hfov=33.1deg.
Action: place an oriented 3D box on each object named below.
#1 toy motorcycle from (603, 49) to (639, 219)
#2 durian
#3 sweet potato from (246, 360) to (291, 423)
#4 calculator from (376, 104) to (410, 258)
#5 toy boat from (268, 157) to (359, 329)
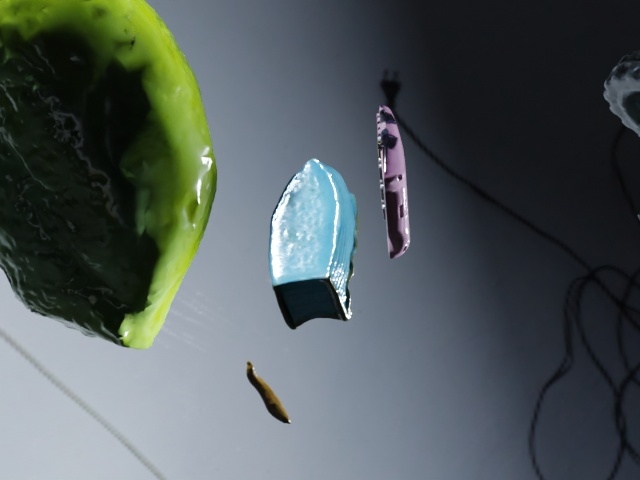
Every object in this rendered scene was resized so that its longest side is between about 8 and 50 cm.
[{"bbox_3d":[0.351,-0.030,0.837,0.143,0.188,0.327,-55,129,-12],"label":"toy motorcycle"},{"bbox_3d":[-0.131,-0.061,0.583,0.139,0.101,0.250,-15,105,-19],"label":"durian"},{"bbox_3d":[-0.081,0.228,1.595,0.026,0.026,0.115,-40,98,-29],"label":"sweet potato"},{"bbox_3d":[0.118,-0.106,1.778,0.043,0.294,0.194,-5,120,3],"label":"calculator"},{"bbox_3d":[0.000,0.000,0.970,0.077,0.075,0.185,63,21,-43],"label":"toy boat"}]
